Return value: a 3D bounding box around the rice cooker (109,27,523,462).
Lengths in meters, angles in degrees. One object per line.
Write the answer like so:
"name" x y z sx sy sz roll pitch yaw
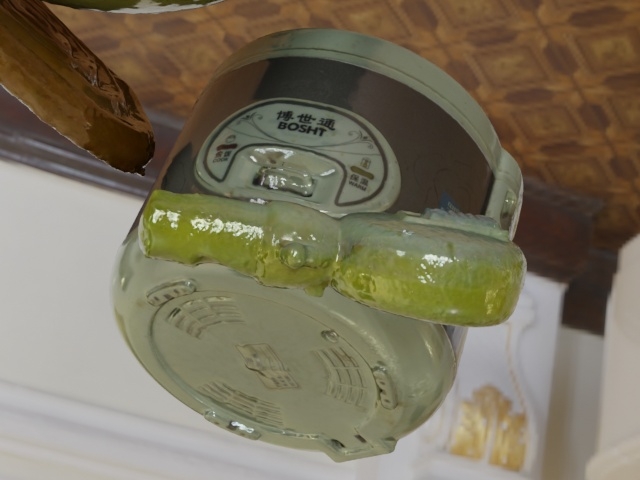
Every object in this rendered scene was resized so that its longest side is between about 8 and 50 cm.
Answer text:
"rice cooker" 0.001 -0.003 0.927 0.288 0.277 0.288 15 143 12

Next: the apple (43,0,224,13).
"apple" -0.110 -0.322 0.744 0.311 0.360 0.320 -35 87 41

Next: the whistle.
"whistle" 0.008 0.001 0.598 0.198 0.057 0.104 11 -172 -7

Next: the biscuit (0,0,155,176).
"biscuit" -0.213 -0.148 0.849 0.262 0.037 0.262 45 -175 -5
